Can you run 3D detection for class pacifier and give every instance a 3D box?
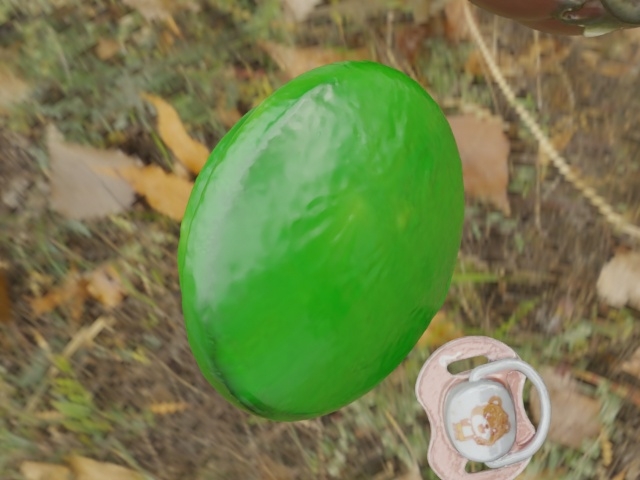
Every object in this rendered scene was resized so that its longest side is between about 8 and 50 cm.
[{"bbox_3d":[0.098,0.104,1.223,0.081,0.078,0.099,-12,100,-10],"label":"pacifier"}]

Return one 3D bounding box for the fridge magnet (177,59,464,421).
[{"bbox_3d":[0.000,0.000,1.093,0.088,0.208,0.208,23,79,40],"label":"fridge magnet"}]

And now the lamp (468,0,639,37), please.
[{"bbox_3d":[0.193,-0.274,1.296,0.303,0.303,0.257,-20,59,0],"label":"lamp"}]
